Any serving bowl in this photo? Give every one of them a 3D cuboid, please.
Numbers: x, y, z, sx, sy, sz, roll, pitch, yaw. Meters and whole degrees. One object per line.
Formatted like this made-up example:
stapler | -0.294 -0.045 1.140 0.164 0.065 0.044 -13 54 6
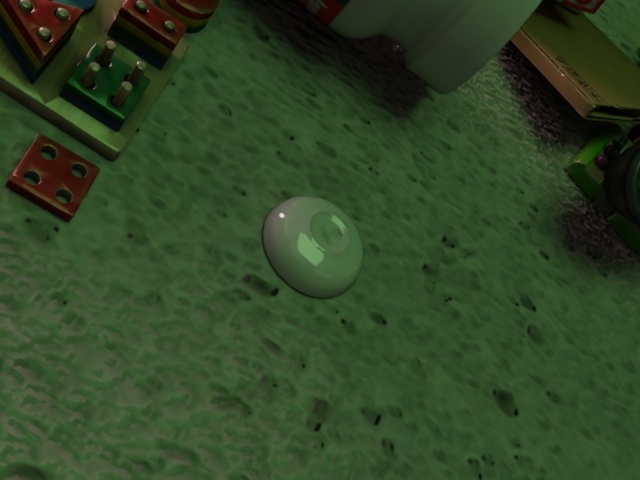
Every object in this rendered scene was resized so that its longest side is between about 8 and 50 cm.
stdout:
serving bowl | 0.000 0.000 0.670 0.083 0.027 0.083 19 53 -27

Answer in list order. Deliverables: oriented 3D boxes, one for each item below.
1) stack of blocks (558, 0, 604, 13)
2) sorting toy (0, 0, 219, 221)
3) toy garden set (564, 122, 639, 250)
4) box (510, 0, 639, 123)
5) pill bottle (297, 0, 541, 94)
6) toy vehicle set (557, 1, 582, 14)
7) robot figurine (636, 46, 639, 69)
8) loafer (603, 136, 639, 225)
stack of blocks | 0.231 -0.402 0.994 0.171 0.087 0.297 14 52 -17
sorting toy | -0.168 -0.139 0.625 0.132 0.046 0.275 34 48 -14
toy garden set | 0.393 -0.036 0.960 0.244 0.049 0.204 50 46 1
box | 0.275 -0.197 0.961 0.164 0.021 0.201 -3 48 -38
pill bottle | 0.021 -0.302 0.752 0.363 0.210 0.210 39 47 -9
toy vehicle set | 0.269 -0.395 1.092 0.166 0.035 0.267 28 49 -6
robot figurine | 0.422 -0.189 1.068 0.101 0.067 0.115 -8 67 -48
loafer | 0.370 -0.062 0.888 0.302 0.095 0.109 -10 100 -33
